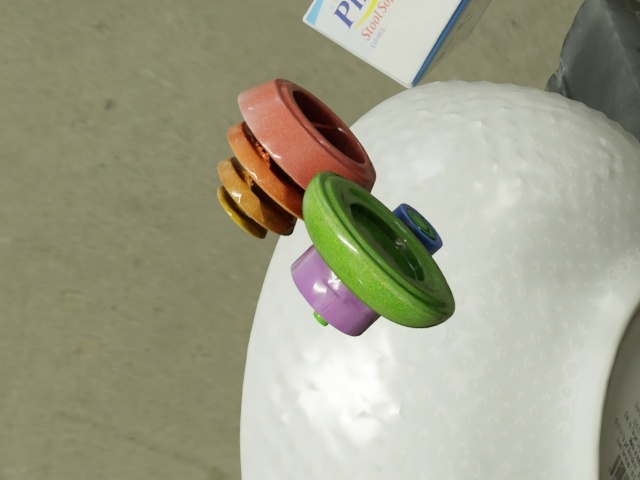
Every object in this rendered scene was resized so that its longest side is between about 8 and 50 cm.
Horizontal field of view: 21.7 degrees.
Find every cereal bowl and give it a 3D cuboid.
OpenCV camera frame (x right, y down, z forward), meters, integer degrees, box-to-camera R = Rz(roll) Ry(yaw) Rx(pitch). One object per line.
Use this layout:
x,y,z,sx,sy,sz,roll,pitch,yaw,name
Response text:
0.117,0.087,0.857,0.141,0.339,0.339,4,86,37,cereal bowl

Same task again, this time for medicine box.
0.140,-0.342,1.865,0.149,0.289,0.263,34,116,4,medicine box

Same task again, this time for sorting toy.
0.000,0.000,0.462,0.042,0.061,0.102,-44,39,16,sorting toy

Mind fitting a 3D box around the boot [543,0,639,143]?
0.258,0.018,1.588,0.146,0.445,0.367,19,125,-22,boot
